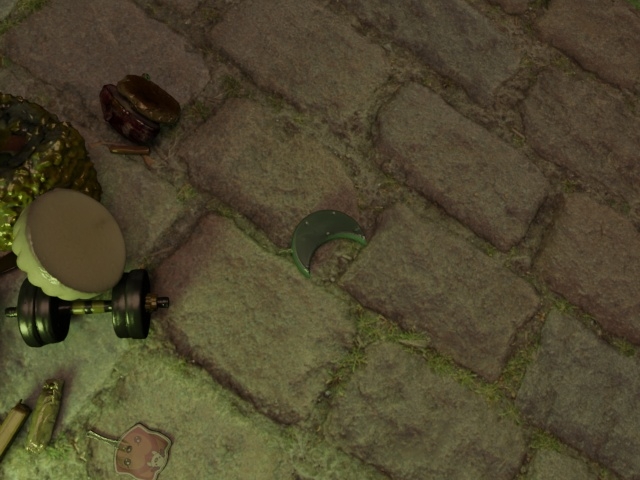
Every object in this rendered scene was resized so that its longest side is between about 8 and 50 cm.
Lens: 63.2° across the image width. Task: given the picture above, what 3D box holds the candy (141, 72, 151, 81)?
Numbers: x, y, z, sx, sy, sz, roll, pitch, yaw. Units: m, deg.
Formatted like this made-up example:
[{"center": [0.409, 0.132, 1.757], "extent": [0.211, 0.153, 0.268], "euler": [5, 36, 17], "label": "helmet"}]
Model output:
[{"center": [-0.512, -0.481, 1.594], "extent": [0.083, 0.025, 0.023], "euler": [38, 100, -7], "label": "candy"}]

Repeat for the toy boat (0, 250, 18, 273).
[{"center": [-0.811, -0.004, 1.376], "extent": [0.321, 0.089, 0.121], "euler": [-30, 73, -16], "label": "toy boat"}]

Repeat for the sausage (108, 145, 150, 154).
[{"center": [-0.559, -0.265, 1.523], "extent": [0.116, 0.026, 0.026], "euler": [0, 75, -9], "label": "sausage"}]

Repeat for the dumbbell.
[{"center": [-0.586, 0.170, 1.320], "extent": [0.388, 0.185, 0.185], "euler": [-2, 75, -10], "label": "dumbbell"}]

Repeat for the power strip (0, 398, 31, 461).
[{"center": [-0.791, 0.532, 1.247], "extent": [0.044, 0.064, 0.305], "euler": [29, 72, -8], "label": "power strip"}]

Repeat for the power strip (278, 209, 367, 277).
[{"center": [0.000, 0.000, 1.532], "extent": [0.253, 0.054, 0.167], "euler": [-27, 79, -16], "label": "power strip"}]

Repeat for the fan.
[{"center": [-0.496, 0.530, 1.327], "extent": [0.220, 0.009, 0.132], "euler": [24, 72, -3], "label": "fan"}]

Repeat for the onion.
[{"center": [-0.554, -0.353, 1.512], "extent": [0.206, 0.151, 0.098], "euler": [47, 110, 15], "label": "onion"}]

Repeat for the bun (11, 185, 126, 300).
[{"center": [-0.603, 0.025, 1.204], "extent": [0.175, 0.263, 0.263], "euler": [-23, 77, 26], "label": "bun"}]

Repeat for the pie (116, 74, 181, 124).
[{"center": [-0.499, -0.409, 1.511], "extent": [0.195, 0.046, 0.195], "euler": [30, 28, -18], "label": "pie"}]

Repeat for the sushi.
[{"center": [-0.795, -0.168, 1.295], "extent": [0.396, 0.240, 0.351], "euler": [28, 58, 21], "label": "sushi"}]

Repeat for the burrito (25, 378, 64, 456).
[{"center": [-0.690, 0.439, 1.299], "extent": [0.058, 0.045, 0.188], "euler": [9, 76, 0], "label": "burrito"}]
